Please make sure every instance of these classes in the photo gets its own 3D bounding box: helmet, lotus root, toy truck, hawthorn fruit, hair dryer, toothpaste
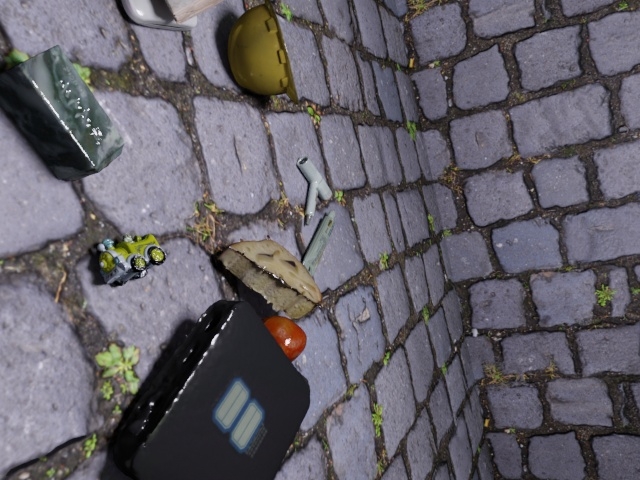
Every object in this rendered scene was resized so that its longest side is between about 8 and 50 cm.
[{"bbox_3d":[-0.153,-0.444,1.266,0.205,0.140,0.256,-116,-168,-59],"label":"helmet"},{"bbox_3d":[-0.107,0.071,1.178,0.261,0.074,0.170,41,23,-17],"label":"lotus root"},{"bbox_3d":[-0.320,0.027,0.863,0.076,0.076,0.111,61,30,2],"label":"toy truck"},{"bbox_3d":[-0.095,0.226,1.151,0.128,0.128,0.128,31,54,-55],"label":"hawthorn fruit"},{"bbox_3d":[-0.032,-0.128,1.485,0.155,0.044,0.183,52,41,-37],"label":"hair dryer"},{"bbox_3d":[0.000,0.000,1.499,0.067,0.037,0.255,65,34,-37],"label":"toothpaste"}]

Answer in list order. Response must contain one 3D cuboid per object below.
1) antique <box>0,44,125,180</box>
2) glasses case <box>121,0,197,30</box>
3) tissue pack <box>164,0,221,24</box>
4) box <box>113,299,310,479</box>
[{"bbox_3d":[-0.390,-0.184,0.783,0.183,0.086,0.088,62,33,-29],"label":"antique"},{"bbox_3d":[-0.322,-0.472,1.050,0.197,0.049,0.076,-34,108,-60],"label":"glasses case"},{"bbox_3d":[-0.286,-0.605,0.980,0.325,0.170,0.071,62,-2,-8],"label":"tissue pack"},{"bbox_3d":[-0.169,0.332,0.953,0.359,0.091,0.350,-57,133,-35],"label":"box"}]
